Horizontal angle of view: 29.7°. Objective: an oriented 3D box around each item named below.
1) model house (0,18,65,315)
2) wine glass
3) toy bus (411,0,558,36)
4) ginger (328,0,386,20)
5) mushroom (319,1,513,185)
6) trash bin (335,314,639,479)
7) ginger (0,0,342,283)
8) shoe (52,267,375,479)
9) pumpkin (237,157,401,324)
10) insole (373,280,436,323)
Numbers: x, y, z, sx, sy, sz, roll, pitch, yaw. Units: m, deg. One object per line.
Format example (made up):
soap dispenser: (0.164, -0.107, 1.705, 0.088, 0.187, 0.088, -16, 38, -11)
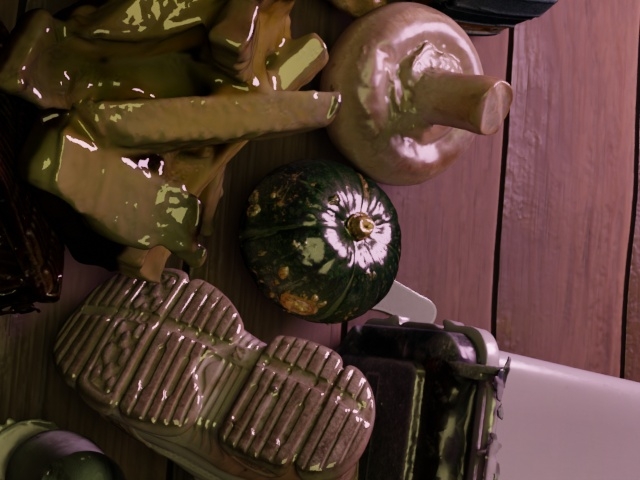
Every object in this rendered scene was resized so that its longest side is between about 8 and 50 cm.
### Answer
model house: (-0.376, -0.077, 1.145, 0.283, 0.297, 0.317, 17, 45, -32)
wine glass: (-0.255, 0.226, 1.155, 0.103, 0.222, 0.103, 2, 87, -27)
toy bus: (0.190, -0.388, 1.407, 0.139, 0.167, 0.275, 3, 87, -24)
ginger: (-0.103, -0.406, 1.316, 0.363, 0.122, 0.348, -7, 90, -18)
mushroom: (0.114, -0.158, 1.335, 0.207, 0.215, 0.207, -11, 108, -38)
trash bin: (0.215, 0.228, 1.339, 0.368, 0.296, 0.255, 11, 82, -29)
ginger: (-0.104, -0.128, 1.113, 0.358, 0.211, 0.413, -47, 149, -45)
shoe: (-0.110, 0.177, 1.225, 0.351, 0.198, 0.172, 25, 57, 24)
pumpkin: (0.001, 0.000, 1.316, 0.190, 0.146, 0.190, 5, 75, -19)
insole: (0.074, 0.065, 1.426, 0.153, 0.002, 0.053, 27, 77, -21)
